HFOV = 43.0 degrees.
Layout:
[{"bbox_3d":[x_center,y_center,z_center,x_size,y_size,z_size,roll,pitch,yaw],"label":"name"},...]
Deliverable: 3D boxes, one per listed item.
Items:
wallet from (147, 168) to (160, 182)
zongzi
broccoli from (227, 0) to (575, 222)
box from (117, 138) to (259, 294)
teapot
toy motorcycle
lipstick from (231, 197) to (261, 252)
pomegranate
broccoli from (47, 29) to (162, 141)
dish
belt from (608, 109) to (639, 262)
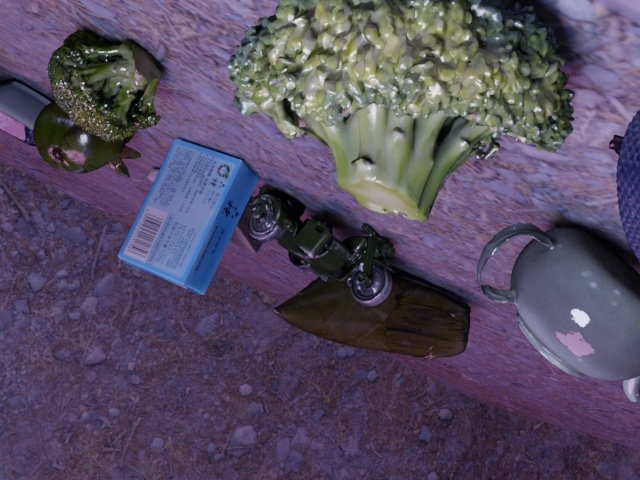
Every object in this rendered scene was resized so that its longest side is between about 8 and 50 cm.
[{"bbox_3d":[-0.286,-0.101,1.772,0.190,0.033,0.095,33,168,-37],"label":"wallet"},{"bbox_3d":[0.107,0.147,1.536,0.323,0.159,0.360,16,-171,19],"label":"zongzi"},{"bbox_3d":[0.064,-0.110,0.593,0.226,0.176,0.198,43,169,-14],"label":"broccoli"},{"bbox_3d":[-0.222,-0.041,1.378,0.143,0.232,0.083,20,169,24],"label":"box"},{"bbox_3d":[0.302,0.078,0.935,0.294,0.129,0.193,31,-158,-18],"label":"teapot"},{"bbox_3d":[0.000,0.000,1.419,0.275,0.127,0.205,25,171,41],"label":"toy motorcycle"},{"bbox_3d":[-0.171,-0.046,1.691,0.068,0.066,0.317,23,169,9],"label":"lipstick"},{"bbox_3d":[-0.408,-0.175,1.442,0.152,0.131,0.191,17,175,20],"label":"pomegranate"},{"bbox_3d":[-0.276,-0.198,1.055,0.138,0.145,0.162,-19,127,26],"label":"broccoli"},{"bbox_3d":[-0.592,-0.256,1.575,0.182,0.080,0.243,33,169,-34],"label":"dish"},{"bbox_3d":[0.302,-0.025,0.593,0.230,0.139,0.126,32,173,-40],"label":"belt"}]
